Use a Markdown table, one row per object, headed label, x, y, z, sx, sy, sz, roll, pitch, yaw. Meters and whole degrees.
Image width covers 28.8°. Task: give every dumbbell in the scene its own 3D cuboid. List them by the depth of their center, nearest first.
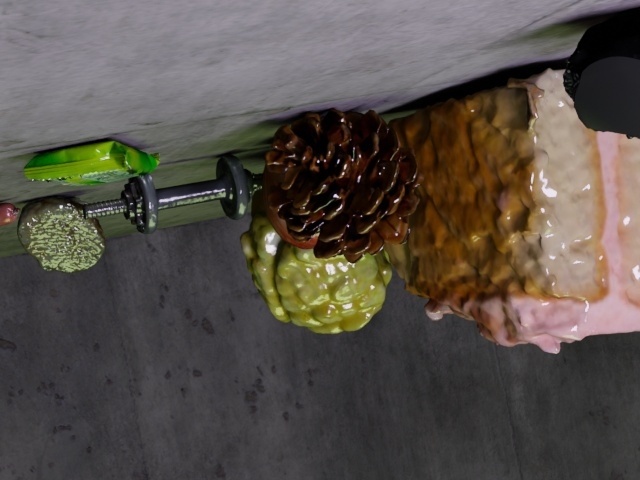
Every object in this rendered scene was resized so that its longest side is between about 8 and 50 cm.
| label | x | y | z | sx | sy | sz | roll | pitch | yaw |
| --- | --- | --- | --- | --- | --- | --- | --- | --- | --- |
| dumbbell | -0.158 | -0.055 | 1.489 | 0.254 | 0.081 | 0.081 | -11 | 179 | -22 |

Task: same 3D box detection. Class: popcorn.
| label | x | y | z | sx | sy | sz | roll | pitch | yaw |
| --- | --- | --- | --- | --- | --- | --- | --- | --- | --- |
| popcorn | 0.000 | 0.000 | 1.641 | 0.195 | 0.256 | 0.255 | -24 | 168 | 14 |

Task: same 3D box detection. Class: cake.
| label | x | y | z | sx | sy | sz | roll | pitch | yaw |
| --- | --- | --- | --- | --- | --- | --- | --- | --- | --- |
| cake | 0.262 | -0.037 | 1.357 | 0.307 | 0.293 | 0.314 | -8 | -176 | -29 |

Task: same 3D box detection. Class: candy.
| label | x | y | z | sx | sy | sz | roll | pitch | yaw |
| --- | --- | --- | --- | --- | --- | --- | --- | --- | --- |
| candy | -0.216 | -0.072 | 1.201 | 0.102 | 0.032 | 0.178 | -8 | -179 | 2 |

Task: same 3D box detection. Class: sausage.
| label | x | y | z | sx | sy | sz | roll | pitch | yaw |
| --- | --- | --- | --- | --- | --- | --- | --- | --- | --- |
| sausage | -0.470 | -0.018 | 1.578 | 0.223 | 0.029 | 0.029 | -11 | 179 | 23 |

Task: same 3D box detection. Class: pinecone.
| label | x | y | z | sx | sy | sz | roll | pitch | yaw |
| --- | --- | --- | --- | --- | --- | --- | --- | --- | --- |
| pinecone | 0.017 | -0.062 | 1.267 | 0.174 | 0.173 | 0.173 | -11 | 179 | 0 |

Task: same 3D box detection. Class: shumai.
| label | x | y | z | sx | sy | sz | roll | pitch | yaw |
| --- | --- | --- | --- | --- | --- | --- | --- | --- | --- |
| shumai | -0.343 | -0.024 | 1.653 | 0.099 | 0.123 | 0.087 | -30 | -142 | 6 |

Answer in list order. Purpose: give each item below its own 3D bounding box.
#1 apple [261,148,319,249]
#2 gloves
| label | x | y | z | sx | sy | sz | roll | pitch | yaw |
| --- | --- | --- | --- | --- | --- | --- | --- | --- | --- |
| apple | 0.001 | -0.064 | 1.466 | 0.146 | 0.130 | 0.146 | -24 | 175 | -2 |
| gloves | 0.275 | -0.150 | 1.009 | 0.129 | 0.106 | 0.180 | -10 | -152 | 30 |
